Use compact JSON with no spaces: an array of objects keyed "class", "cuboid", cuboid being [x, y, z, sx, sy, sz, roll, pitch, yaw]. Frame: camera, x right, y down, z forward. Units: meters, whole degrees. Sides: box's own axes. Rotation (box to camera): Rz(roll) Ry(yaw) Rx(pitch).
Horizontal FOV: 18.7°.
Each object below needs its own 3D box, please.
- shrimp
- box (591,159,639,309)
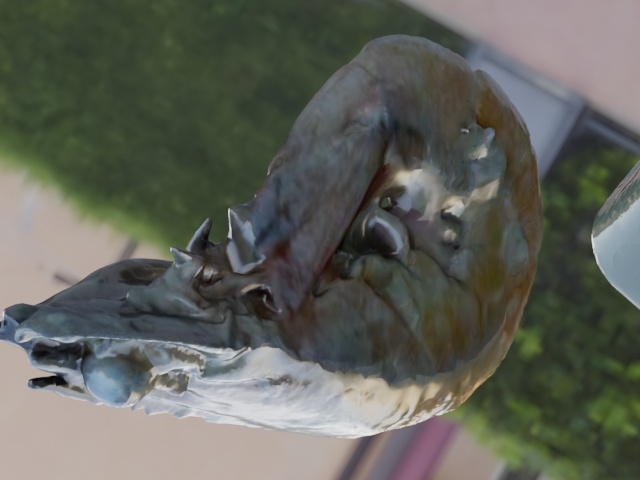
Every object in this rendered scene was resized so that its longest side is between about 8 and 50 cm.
[{"class":"shrimp","cuboid":[0.000,0.000,0.757,0.062,0.164,0.317,9,-172,37]},{"class":"box","cuboid":[0.353,-0.007,0.907,0.352,0.177,0.344,41,146,3]}]
